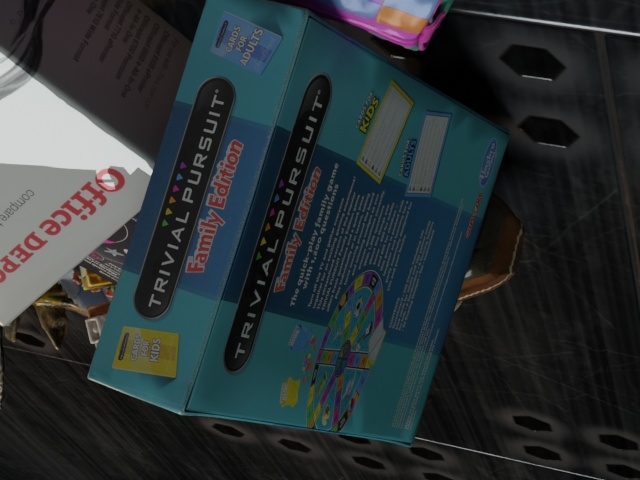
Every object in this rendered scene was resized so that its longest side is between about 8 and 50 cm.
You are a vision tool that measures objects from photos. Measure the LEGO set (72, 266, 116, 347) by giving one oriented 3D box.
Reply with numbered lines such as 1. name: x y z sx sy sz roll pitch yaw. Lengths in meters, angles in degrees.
1. LEGO set: -0.259 -0.019 1.644 0.287 0.132 0.107 46 159 -7

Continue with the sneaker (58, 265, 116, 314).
1. sneaker: -0.154 0.048 1.797 0.131 0.112 0.319 -20 140 24

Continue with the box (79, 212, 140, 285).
1. box: -0.105 -0.041 1.426 0.247 0.163 0.142 30 153 -25

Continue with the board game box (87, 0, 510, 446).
1. board game box: 0.000 0.000 1.188 0.079 0.254 0.336 17 178 29

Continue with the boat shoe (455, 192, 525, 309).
1. boat shoe: 0.073 0.011 1.492 0.120 0.123 0.324 25 166 -29

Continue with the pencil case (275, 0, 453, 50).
1. pencil case: -0.025 -0.193 1.089 0.236 0.104 0.104 17 158 1

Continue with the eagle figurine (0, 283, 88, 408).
1. eagle figurine: -0.354 0.046 1.737 0.226 0.225 0.298 -2 -175 18

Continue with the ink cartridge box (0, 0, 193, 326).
1. ink cartridge box: -0.257 -0.114 1.154 0.307 0.129 0.223 37 131 -19
